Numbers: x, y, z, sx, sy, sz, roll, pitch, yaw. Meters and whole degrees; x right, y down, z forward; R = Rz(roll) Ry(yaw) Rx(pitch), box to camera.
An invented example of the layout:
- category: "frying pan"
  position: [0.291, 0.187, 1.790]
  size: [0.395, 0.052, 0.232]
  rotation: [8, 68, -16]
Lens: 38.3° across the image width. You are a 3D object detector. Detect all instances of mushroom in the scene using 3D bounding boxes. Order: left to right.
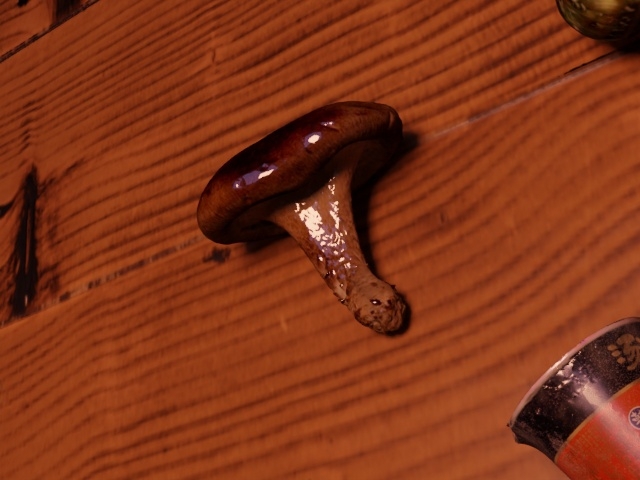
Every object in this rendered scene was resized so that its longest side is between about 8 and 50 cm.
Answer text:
- category: "mushroom"
  position: [0.000, 0.000, 0.867]
  size: [0.227, 0.148, 0.217]
  rotation: [-32, 68, 27]

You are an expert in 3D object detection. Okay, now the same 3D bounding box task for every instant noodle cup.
- category: "instant noodle cup"
  position: [0.219, 0.142, 0.628]
  size: [0.127, 0.127, 0.135]
  rotation: [-45, 57, 11]

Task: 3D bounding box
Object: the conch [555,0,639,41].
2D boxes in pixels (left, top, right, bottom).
- category: "conch"
  position: [0.248, -0.259, 0.761]
  size: [0.124, 0.181, 0.187]
  rotation: [15, 101, 42]
